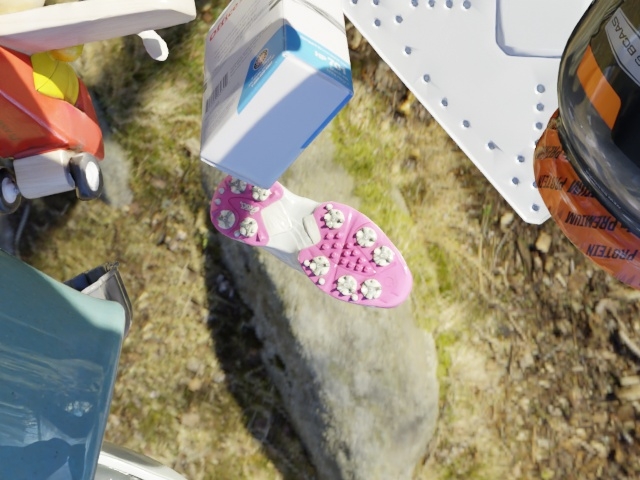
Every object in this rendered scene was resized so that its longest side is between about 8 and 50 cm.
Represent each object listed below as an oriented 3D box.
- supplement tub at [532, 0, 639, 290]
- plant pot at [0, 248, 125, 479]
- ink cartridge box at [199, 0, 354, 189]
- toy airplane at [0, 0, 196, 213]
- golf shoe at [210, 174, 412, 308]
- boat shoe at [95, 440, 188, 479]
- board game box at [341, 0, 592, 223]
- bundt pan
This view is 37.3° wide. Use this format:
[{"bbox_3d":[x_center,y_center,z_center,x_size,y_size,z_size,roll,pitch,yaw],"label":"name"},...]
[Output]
[{"bbox_3d":[0.268,-0.126,0.509,0.207,0.207,0.338,25,135,-3],"label":"supplement tub"},{"bbox_3d":[-0.238,0.092,0.464,0.255,0.272,0.272,14,120,-12],"label":"plant pot"},{"bbox_3d":[-0.045,-0.166,0.893,0.082,0.191,0.139,27,128,-26],"label":"ink cartridge box"},{"bbox_3d":[-0.384,-0.227,1.083,0.386,0.273,0.384,12,152,-28],"label":"toy airplane"},{"bbox_3d":[0.000,0.000,1.284,0.306,0.140,0.115,30,91,22],"label":"golf shoe"},{"bbox_3d":[-0.294,0.303,1.212,0.302,0.114,0.091,29,81,-27],"label":"boat shoe"},{"bbox_3d":[0.268,-0.276,1.112,0.390,0.050,0.390,49,125,3],"label":"board game box"},{"bbox_3d":[-0.446,0.166,1.543,0.330,0.331,0.124,-24,101,22],"label":"bundt pan"}]
